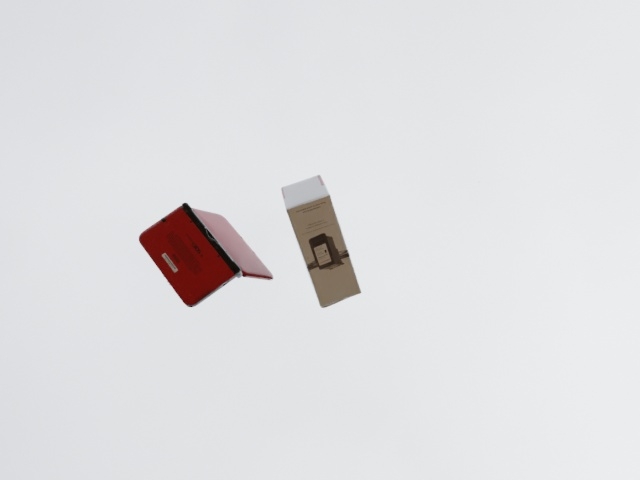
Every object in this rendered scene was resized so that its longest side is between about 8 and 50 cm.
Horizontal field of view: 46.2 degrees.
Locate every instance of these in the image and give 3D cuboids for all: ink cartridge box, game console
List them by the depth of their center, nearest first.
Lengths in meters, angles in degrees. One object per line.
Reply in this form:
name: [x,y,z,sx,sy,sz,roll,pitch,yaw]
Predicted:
ink cartridge box: [0.000,0.000,1.027,0.063,0.109,0.150,-19,-69,-1]
game console: [-0.158,0.024,1.036,0.124,0.085,0.144,-36,-119,-11]
